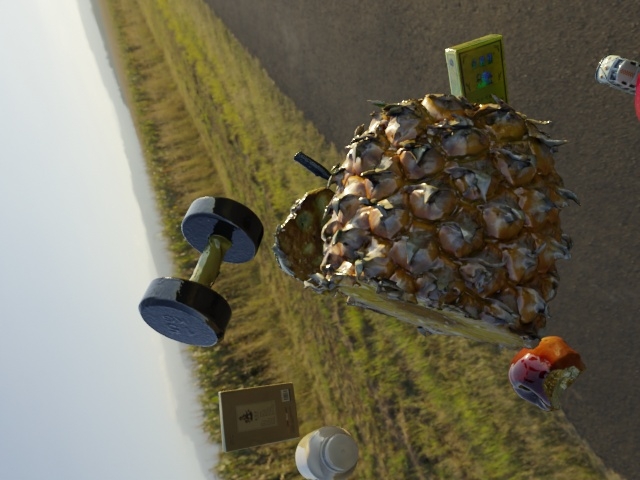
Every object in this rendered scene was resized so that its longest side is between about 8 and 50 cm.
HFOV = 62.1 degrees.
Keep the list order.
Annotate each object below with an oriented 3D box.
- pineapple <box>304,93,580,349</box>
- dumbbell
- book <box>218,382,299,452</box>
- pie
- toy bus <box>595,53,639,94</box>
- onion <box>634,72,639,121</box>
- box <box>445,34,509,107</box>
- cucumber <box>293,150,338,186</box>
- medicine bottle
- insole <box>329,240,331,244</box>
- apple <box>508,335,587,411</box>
[{"bbox_3d":[0.162,-0.025,0.711,0.352,0.353,0.300,146,136,-75],"label":"pineapple"},{"bbox_3d":[-0.275,0.069,1.275,0.203,0.204,0.322,94,-169,-54],"label":"dumbbell"},{"bbox_3d":[-0.147,0.426,1.292,0.016,0.199,0.138,-32,61,54],"label":"book"},{"bbox_3d":[0.000,0.000,1.618,0.355,0.288,0.103,32,169,-39],"label":"pie"},{"bbox_3d":[0.869,-0.454,1.479,0.089,0.194,0.087,-117,42,-65],"label":"toy bus"},{"bbox_3d":[0.937,-0.278,1.187,0.398,0.399,0.419,136,137,-74],"label":"onion"},{"bbox_3d":[0.421,-0.418,1.415,0.064,0.141,0.219,-127,17,-61],"label":"box"},{"bbox_3d":[-0.008,-0.206,1.561,0.163,0.039,0.043,37,165,16],"label":"cucumber"},{"bbox_3d":[0.018,0.450,1.115,0.252,0.114,0.114,114,138,-64],"label":"medicine bottle"},{"bbox_3d":[0.063,-0.021,1.007,0.007,0.109,0.322,59,158,27],"label":"insole"},{"bbox_3d":[0.536,0.309,1.266,0.147,0.158,0.156,31,159,38],"label":"apple"}]
